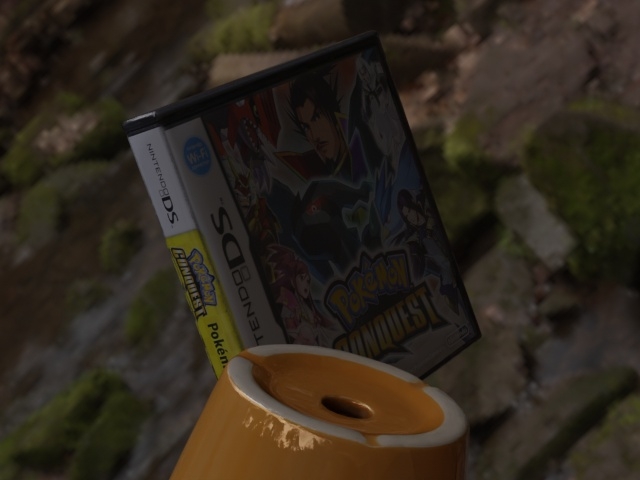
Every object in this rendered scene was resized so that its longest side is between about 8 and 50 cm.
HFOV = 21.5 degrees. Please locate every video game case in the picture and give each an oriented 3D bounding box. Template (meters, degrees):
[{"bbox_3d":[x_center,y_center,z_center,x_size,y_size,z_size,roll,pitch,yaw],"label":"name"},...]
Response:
[{"bbox_3d":[0.000,0.000,1.166,0.035,0.248,0.275,-15,8,37],"label":"video game case"}]

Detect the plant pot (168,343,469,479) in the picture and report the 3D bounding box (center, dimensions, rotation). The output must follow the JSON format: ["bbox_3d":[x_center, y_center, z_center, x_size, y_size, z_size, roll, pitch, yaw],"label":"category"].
[{"bbox_3d":[-0.008,0.163,0.874,0.205,0.205,0.187,-130,51,-66],"label":"plant pot"}]
